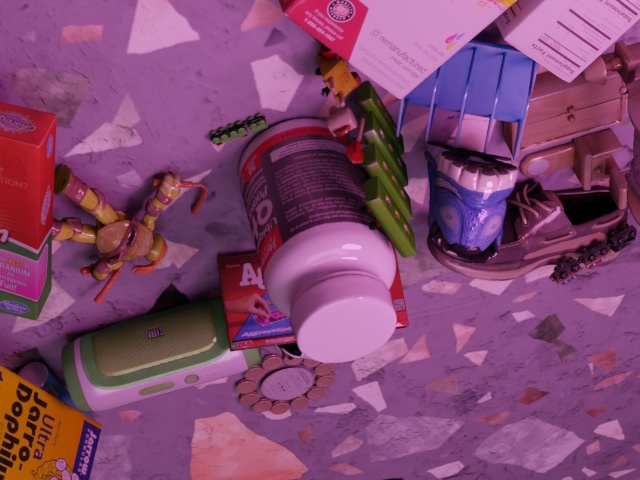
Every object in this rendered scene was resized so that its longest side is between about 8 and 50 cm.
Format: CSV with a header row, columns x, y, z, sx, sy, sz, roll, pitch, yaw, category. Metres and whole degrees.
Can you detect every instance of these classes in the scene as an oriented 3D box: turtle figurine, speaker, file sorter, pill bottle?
x,y,z,sx,sy,sz,roll,pitch,yaw,category
-0.298,-0.005,1.493,0.217,0.087,0.269,25,124,-38,turtle figurine
-0.248,0.178,1.683,0.296,0.131,0.131,-15,139,-3,speaker
0.190,-0.187,1.401,0.170,0.104,0.118,12,137,7,file sorter
0.000,0.000,1.425,0.176,0.319,0.176,-9,138,-9,pill bottle

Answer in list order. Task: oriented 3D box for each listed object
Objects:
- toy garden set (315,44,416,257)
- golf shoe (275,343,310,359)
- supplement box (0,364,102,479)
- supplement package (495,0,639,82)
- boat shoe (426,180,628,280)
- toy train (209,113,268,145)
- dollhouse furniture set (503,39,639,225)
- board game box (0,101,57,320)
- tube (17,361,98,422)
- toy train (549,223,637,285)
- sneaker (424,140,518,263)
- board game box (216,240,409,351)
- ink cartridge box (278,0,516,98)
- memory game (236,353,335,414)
x,y,z,sx,sy,sz,roll,pitch,yaw,category
0.050,-0.122,1.370,0.049,0.244,0.204,-22,129,18,toy garden set
-0.040,0.170,1.775,0.077,0.094,0.198,-31,139,14,golf shoe
-0.538,0.314,1.642,0.195,0.194,0.356,-10,146,29,supplement box
0.329,-0.340,1.301,0.133,0.139,0.244,23,127,-36,supplement package
0.329,-0.031,1.672,0.355,0.132,0.130,-6,128,-26,boat shoe
-0.111,-0.149,1.453,0.083,0.017,0.024,-21,150,4,toy train
0.387,-0.073,1.451,0.173,0.356,0.303,-16,140,-1,dollhouse furniture set
-0.462,-0.049,1.346,0.242,0.064,0.317,13,134,-2,board game box
-0.444,0.273,1.786,0.080,0.052,0.207,-9,145,4,tube
0.424,0.025,1.661,0.158,0.027,0.036,-30,144,-7,toy train
0.191,-0.051,1.462,0.129,0.330,0.147,13,101,5,sneaker
-0.011,0.081,1.651,0.281,0.145,0.027,-7,167,-12,board game box
0.120,-0.342,1.233,0.306,0.131,0.226,-39,135,25,ink cartridge box
-0.062,0.255,1.922,0.186,0.012,0.186,-10,138,-9,memory game
